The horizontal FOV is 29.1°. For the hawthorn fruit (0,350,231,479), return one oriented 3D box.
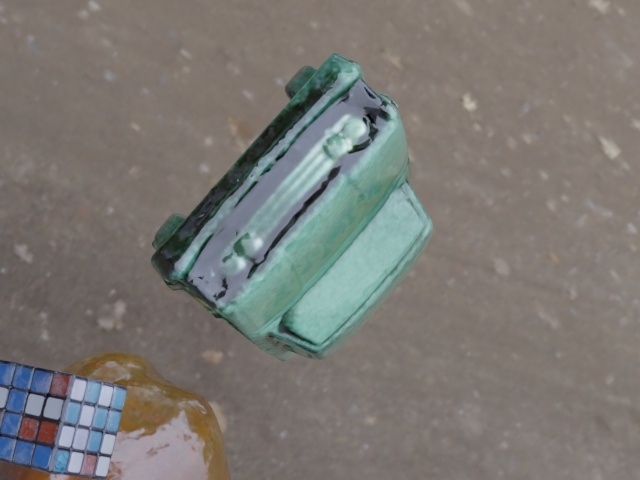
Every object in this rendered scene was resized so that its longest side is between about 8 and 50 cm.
[{"bbox_3d":[-0.257,0.291,1.452,0.268,0.268,0.301,45,49,0],"label":"hawthorn fruit"}]

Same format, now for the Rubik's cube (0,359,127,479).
[{"bbox_3d":[-0.253,0.170,1.164,0.092,0.092,0.092,29,70,-61],"label":"Rubik's cube"}]

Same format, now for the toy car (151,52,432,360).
[{"bbox_3d":[0.000,0.000,0.685,0.097,0.141,0.320,41,-4,8],"label":"toy car"}]
